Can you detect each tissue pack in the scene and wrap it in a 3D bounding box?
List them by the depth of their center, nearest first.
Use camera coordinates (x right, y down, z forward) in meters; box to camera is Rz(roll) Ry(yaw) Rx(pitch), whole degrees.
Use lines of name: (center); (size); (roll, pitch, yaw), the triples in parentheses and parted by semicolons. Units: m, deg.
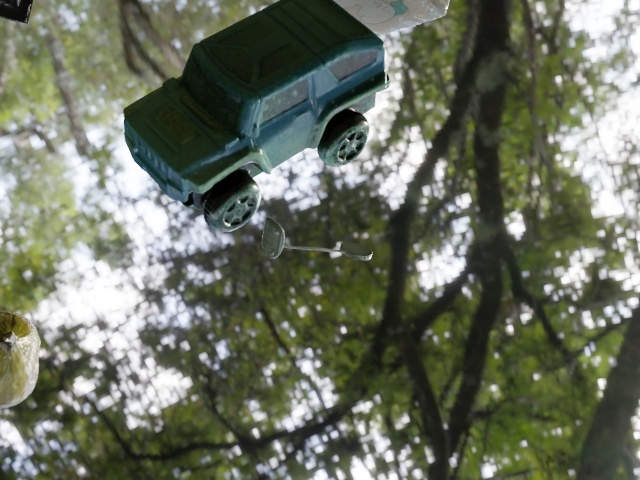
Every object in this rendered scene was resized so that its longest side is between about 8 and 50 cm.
tissue pack: (0.026, -0.407, 1.723); (0.170, 0.325, 0.071); (-8, -119, 44)

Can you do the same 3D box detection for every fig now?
fig: (-0.494, 0.169, 1.844); (0.159, 0.159, 0.257); (-37, -179, -26)

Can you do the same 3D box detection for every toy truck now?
toy truck: (-0.066, -0.142, 1.280); (0.278, 0.156, 0.155); (-31, -123, -24)

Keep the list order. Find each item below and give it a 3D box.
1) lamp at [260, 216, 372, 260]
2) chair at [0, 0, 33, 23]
lamp: (0.000, 0.000, 1.779); (0.198, 0.056, 0.050); (3, -157, -38)
chair: (-0.355, -0.298, 1.321); (0.113, 0.106, 0.229); (8, -170, -36)
